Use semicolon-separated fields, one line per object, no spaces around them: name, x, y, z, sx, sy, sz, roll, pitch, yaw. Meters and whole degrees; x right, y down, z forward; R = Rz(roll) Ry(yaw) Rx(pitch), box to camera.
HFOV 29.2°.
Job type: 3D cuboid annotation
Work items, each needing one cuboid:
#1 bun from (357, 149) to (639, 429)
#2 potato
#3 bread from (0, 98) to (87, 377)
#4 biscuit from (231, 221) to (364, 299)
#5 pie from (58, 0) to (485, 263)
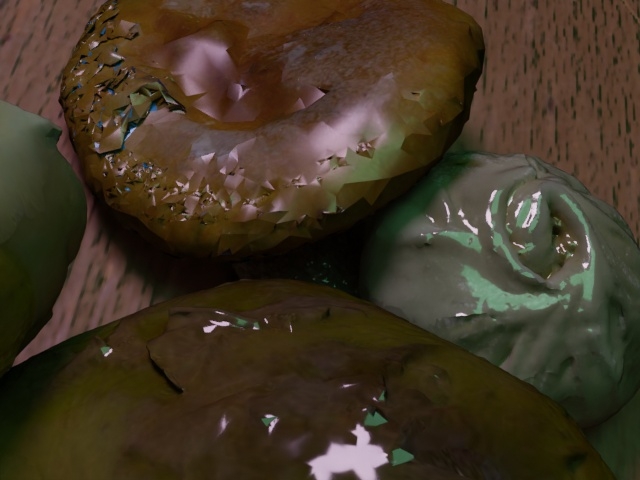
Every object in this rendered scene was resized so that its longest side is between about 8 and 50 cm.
bun;0.114;0.013;0.679;0.183;0.102;0.183;13;53;-19
potato;-0.003;0.114;0.515;0.300;0.196;0.246;41;51;16
bread;-0.273;-0.028;0.545;0.333;0.160;0.333;4;50;-5
biscuit;0.000;0.000;0.714;0.120;0.015;0.120;9;52;-12
pie;-0.029;-0.093;0.713;0.273;0.069;0.273;-5;40;4
